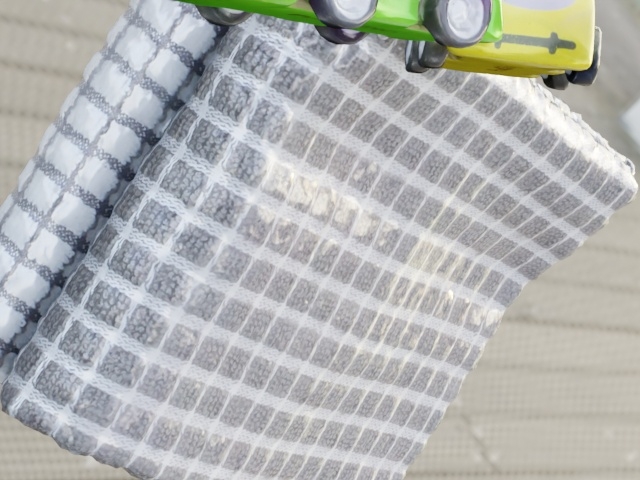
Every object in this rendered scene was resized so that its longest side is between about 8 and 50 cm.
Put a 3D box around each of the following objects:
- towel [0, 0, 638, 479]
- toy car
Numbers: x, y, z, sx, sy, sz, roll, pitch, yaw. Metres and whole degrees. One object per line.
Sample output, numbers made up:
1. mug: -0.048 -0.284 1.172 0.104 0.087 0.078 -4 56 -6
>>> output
1. towel: 0.000 0.000 0.836 0.121 0.235 0.284 34 5 35
2. toy car: 0.057 -0.080 0.580 0.225 0.053 0.239 5 2 -39
